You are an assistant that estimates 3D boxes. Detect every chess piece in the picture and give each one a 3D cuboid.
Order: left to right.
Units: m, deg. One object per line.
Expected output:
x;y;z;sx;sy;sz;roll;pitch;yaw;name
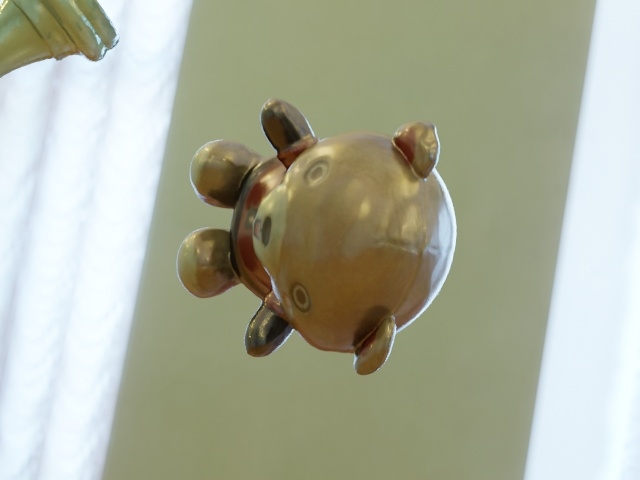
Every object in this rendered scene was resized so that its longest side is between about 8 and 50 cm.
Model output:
-0.156;-0.094;0.836;0.067;0.103;0.067;53;-4;5;chess piece

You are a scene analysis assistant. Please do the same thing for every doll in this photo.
0.000;0.000;1.550;0.174;0.235;0.330;15;-3;-29;doll
